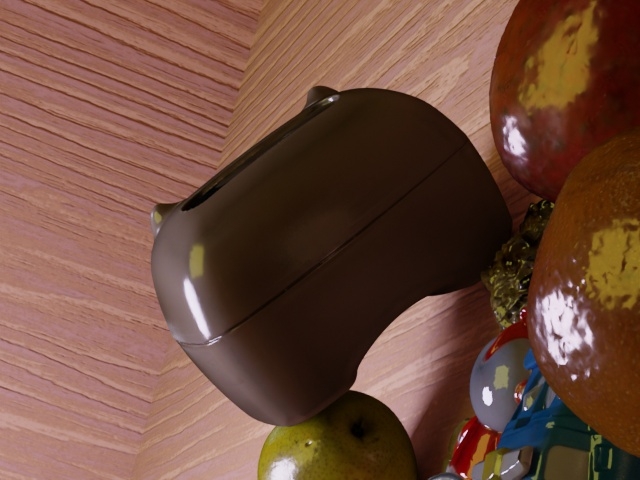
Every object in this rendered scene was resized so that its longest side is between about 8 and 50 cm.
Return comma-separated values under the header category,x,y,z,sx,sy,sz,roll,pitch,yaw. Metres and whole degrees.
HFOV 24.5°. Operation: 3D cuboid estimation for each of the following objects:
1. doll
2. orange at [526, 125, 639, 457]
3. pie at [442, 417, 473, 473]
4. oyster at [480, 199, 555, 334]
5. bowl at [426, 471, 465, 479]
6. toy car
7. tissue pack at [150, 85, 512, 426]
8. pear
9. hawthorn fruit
category,x,y,z,sx,sy,sz,roll,pitch,yaw
doll,0.174,0.182,1.455,0.142,0.076,0.245,-146,73,-69
orange,0.273,0.036,1.004,0.264,0.264,0.264,-160,90,-74
pie,0.155,0.228,1.557,0.084,0.020,0.084,-162,90,-73
oyster,0.214,0.031,1.555,0.105,0.056,0.177,-26,40,56
bowl,0.134,0.325,1.341,0.211,0.112,0.211,-161,90,-74
toy car,0.206,0.210,1.163,0.198,0.166,0.314,140,146,-67
tissue pack,0.000,0.000,1.665,0.387,0.277,0.267,-39,12,-13
pear,0.023,0.265,1.664,0.198,0.198,0.198,-160,90,-74
hawthorn fruit,0.270,-0.169,1.225,0.254,0.254,0.300,-177,92,-73
